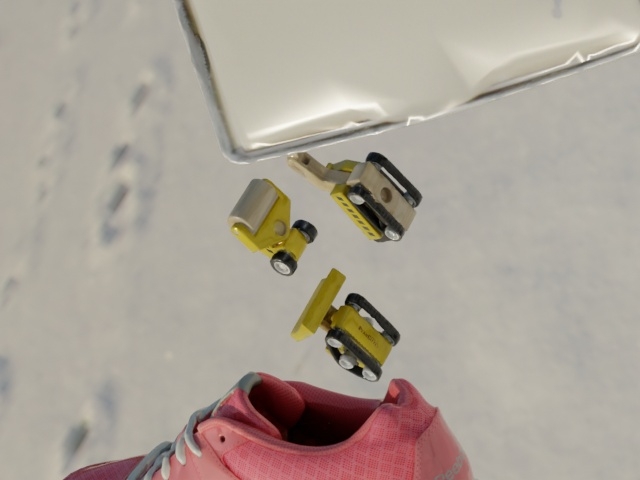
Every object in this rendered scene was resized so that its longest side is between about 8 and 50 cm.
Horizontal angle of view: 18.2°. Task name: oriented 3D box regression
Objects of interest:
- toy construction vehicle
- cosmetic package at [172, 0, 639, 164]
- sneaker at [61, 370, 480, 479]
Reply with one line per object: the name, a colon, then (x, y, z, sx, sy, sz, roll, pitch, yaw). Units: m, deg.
toy construction vehicle: (0.000, 0.000, 0.843, 0.035, 0.098, 0.086, -11, 44, 49)
cosmetic package: (0.086, -0.134, 0.659, 0.153, 0.129, 0.296, -13, 9, 34)
sneaker: (-0.045, 0.134, 1.197, 0.313, 0.136, 0.116, -6, 29, 29)
